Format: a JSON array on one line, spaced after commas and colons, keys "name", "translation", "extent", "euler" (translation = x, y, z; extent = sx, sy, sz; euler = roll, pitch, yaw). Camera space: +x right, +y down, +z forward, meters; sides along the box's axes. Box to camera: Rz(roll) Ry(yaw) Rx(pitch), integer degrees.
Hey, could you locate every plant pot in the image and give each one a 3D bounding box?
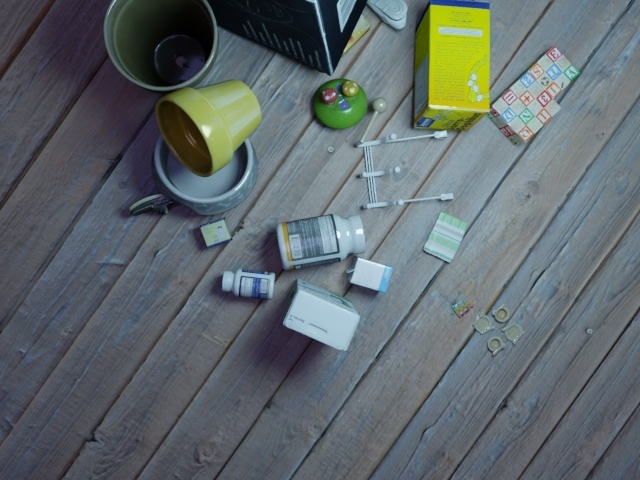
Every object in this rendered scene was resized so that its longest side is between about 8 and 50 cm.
[{"name": "plant pot", "translation": [-0.460, -0.592, 1.579], "extent": [0.324, 0.280, 0.322], "euler": [0, 92, -3]}, {"name": "plant pot", "translation": [-0.316, -0.355, 1.518], "extent": [0.239, 0.254, 0.254], "euler": [-42, 95, -30]}]

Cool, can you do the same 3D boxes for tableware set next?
[{"name": "tableware set", "translation": [0.635, 0.313, 1.817], "extent": [0.141, 0.020, 0.168], "euler": [-35, 95, -1]}]

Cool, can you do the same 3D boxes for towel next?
[{"name": "towel", "translation": [0.439, -0.012, 1.792], "extent": [0.113, 0.023, 0.152], "euler": [25, 89, -6]}]

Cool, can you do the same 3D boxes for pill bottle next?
[{"name": "pill bottle", "translation": [0.000, 0.000, 1.696], "extent": [0.279, 0.162, 0.162], "euler": [-10, 93, -4]}, {"name": "pill bottle", "translation": [-0.242, 0.146, 1.721], "extent": [0.170, 0.094, 0.094], "euler": [7, 92, -3]}]

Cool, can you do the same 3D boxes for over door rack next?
[{"name": "over door rack", "translation": [0.293, -0.241, 1.727], "extent": [0.325, 0.108, 0.239], "euler": [-7, 94, -3]}]

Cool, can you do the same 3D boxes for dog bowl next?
[{"name": "dog bowl", "translation": [-0.374, -0.259, 1.655], "extent": [0.349, 0.102, 0.348], "euler": [2, 81, -10]}]

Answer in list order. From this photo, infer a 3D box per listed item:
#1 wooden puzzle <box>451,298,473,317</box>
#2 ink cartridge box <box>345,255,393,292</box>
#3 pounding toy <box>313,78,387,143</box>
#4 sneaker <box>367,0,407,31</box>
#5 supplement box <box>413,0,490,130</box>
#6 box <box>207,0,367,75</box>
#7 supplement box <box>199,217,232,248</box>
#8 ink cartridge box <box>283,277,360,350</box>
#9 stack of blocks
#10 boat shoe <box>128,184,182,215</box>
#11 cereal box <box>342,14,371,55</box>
[{"name": "wooden puzzle", "translation": [0.500, 0.241, 1.812], "extent": [0.083, 0.006, 0.049], "euler": [-37, 94, -1]}, {"name": "ink cartridge box", "translation": [0.160, 0.111, 1.743], "extent": [0.143, 0.092, 0.089], "euler": [18, 91, -5]}, {"name": "pounding toy", "translation": [0.087, -0.457, 1.672], "extent": [0.237, 0.110, 0.183], "euler": [32, 80, 11]}, {"name": "sneaker", "translation": [0.198, -0.795, 1.710], "extent": [0.090, 0.095, 0.235], "euler": [-38, 75, 4]}, {"name": "supplement box", "translation": [0.420, -0.559, 1.650], "extent": [0.196, 0.194, 0.356], "euler": [3, 84, -4]}, {"name": "box", "translation": [-0.135, -0.768, 1.451], "extent": [0.472, 0.480, 0.297], "euler": [25, 90, 7]}, {"name": "supplement box", "translation": [-0.352, -0.026, 1.725], "extent": [0.083, 0.056, 0.083], "euler": [-19, 94, -2]}, {"name": "ink cartridge box", "translation": [-0.002, 0.230, 1.641], "extent": [0.211, 0.289, 0.121], "euler": [23, 92, -4]}, {"name": "stack of blocks", "translation": [0.732, -0.492, 1.749], "extent": [0.297, 0.087, 0.171], "euler": [-45, 94, 0]}, {"name": "boat shoe", "translation": [-0.523, -0.121, 1.700], "extent": [0.224, 0.080, 0.073], "euler": [-23, 89, -6]}, {"name": "cereal box", "translation": [0.027, -0.744, 1.715], "extent": [0.240, 0.047, 0.173], "euler": [44, 91, -4]}]
